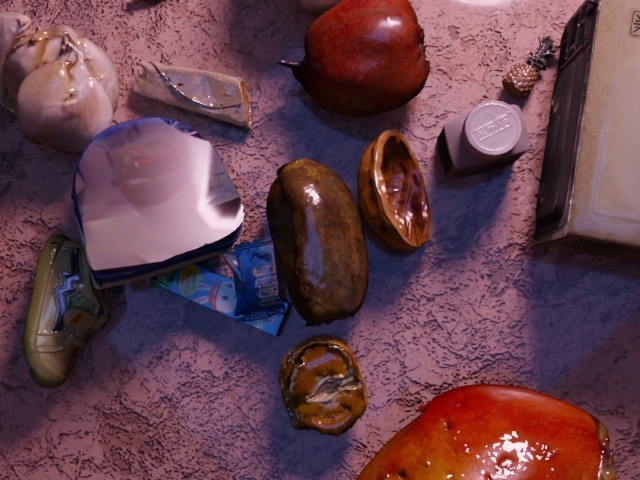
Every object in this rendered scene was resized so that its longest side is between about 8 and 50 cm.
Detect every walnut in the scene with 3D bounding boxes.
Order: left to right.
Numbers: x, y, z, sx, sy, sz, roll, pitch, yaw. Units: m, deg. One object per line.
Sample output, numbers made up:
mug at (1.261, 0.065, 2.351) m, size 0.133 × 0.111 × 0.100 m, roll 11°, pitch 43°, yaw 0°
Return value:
walnut at (0.112, -0.077, 1.361) m, size 0.087 × 0.167 × 0.211 m, roll -18°, pitch 72°, yaw 35°

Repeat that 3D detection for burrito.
burrito at (-0.221, -0.264, 1.420) m, size 0.226 × 0.060 × 0.086 m, roll 14°, pitch 91°, yaw 3°

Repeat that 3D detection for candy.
candy at (-0.112, 0.066, 1.342) m, size 0.088 × 0.038 × 0.136 m, roll -10°, pitch 101°, yaw 4°

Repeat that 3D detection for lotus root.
lotus root at (0.000, 0.000, 1.337) m, size 0.152 × 0.160 × 0.274 m, roll -14°, pitch 84°, yaw -9°

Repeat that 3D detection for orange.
orange at (0.005, 0.237, 1.345) m, size 0.160 × 0.112 × 0.169 m, roll 32°, pitch 111°, yaw -6°

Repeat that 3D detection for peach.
peach at (0.249, 0.398, 1.208) m, size 0.417 × 0.339 × 0.353 m, roll -23°, pitch 85°, yaw -4°

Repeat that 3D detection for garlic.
garlic at (-0.446, -0.280, 1.372) m, size 0.281 × 0.185 × 0.203 m, roll 50°, pitch 133°, yaw 22°

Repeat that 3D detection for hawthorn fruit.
hawthorn fruit at (0.055, -0.307, 1.343) m, size 0.248 × 0.208 × 0.207 m, roll -5°, pitch 85°, yaw 12°

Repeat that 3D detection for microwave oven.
microwave oven at (0.532, -0.163, 1.285) m, size 0.333 × 0.247 × 0.394 m, roll 10°, pitch 86°, yaw 4°

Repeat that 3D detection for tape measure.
tape measure at (-0.282, -0.066, 1.334) m, size 0.259 × 0.138 × 0.262 m, roll -17°, pitch 73°, yaw -20°

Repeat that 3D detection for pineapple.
pineapple at (0.372, -0.304, 1.400) m, size 0.058 × 0.058 × 0.124 m, roll 43°, pitch 88°, yaw 5°

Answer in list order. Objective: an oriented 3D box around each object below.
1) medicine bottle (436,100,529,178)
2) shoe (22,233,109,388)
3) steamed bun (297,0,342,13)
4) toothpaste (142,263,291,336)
medicine bottle at (0.268, -0.165, 1.325) m, size 0.132 × 0.188 × 0.088 m, roll -12°, pitch 85°, yaw 1°
shoe at (-0.431, 0.116, 1.358) m, size 0.128 × 0.140 × 0.262 m, roll -1°, pitch 79°, yaw 12°
steamed bun at (-0.001, -0.501, 1.340) m, size 0.145 × 0.232 × 0.231 m, roll -22°, pitch 85°, yaw 10°
toothpaste at (-0.183, 0.089, 1.395) m, size 0.267 × 0.050 × 0.065 m, roll 23°, pitch 86°, yaw 4°
